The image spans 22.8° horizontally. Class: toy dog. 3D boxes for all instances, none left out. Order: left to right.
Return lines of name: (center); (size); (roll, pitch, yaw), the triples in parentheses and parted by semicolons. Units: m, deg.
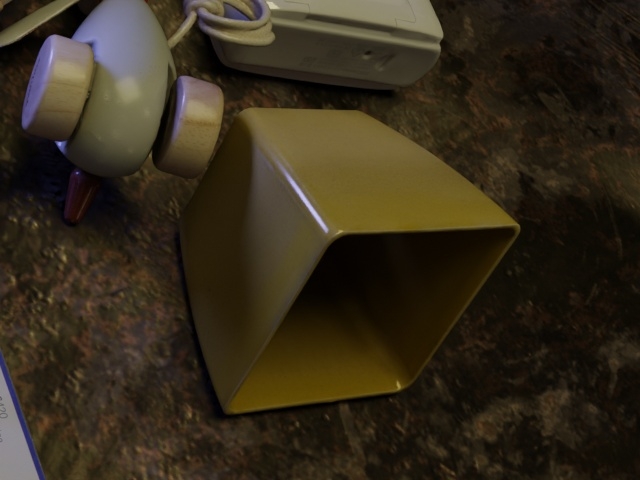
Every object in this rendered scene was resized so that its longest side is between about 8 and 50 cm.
toy dog: (-0.186, -0.138, 1.383); (0.220, 0.161, 0.333); (29, 29, -5)

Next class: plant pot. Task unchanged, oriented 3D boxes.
plant pot: (0.000, 0.000, 1.354); (0.212, 0.212, 0.187); (-3, 47, -40)

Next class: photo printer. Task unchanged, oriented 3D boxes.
photo printer: (-0.030, -0.309, 1.651); (0.256, 0.107, 0.307); (3, 55, -38)

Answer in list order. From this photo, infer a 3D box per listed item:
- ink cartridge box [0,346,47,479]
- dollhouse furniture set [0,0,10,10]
ink cartridge box: (-0.373, 0.076, 1.082); (0.307, 0.072, 0.303); (0, 56, -42)
dollhouse furniture set: (-0.259, -0.367, 1.318); (0.355, 0.174, 0.303); (-59, 137, -39)
